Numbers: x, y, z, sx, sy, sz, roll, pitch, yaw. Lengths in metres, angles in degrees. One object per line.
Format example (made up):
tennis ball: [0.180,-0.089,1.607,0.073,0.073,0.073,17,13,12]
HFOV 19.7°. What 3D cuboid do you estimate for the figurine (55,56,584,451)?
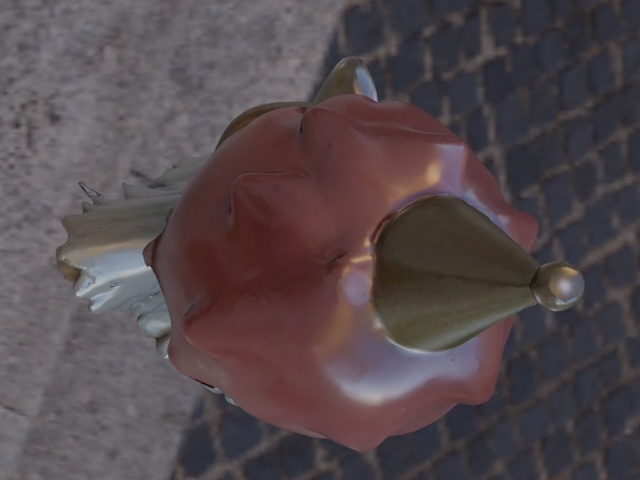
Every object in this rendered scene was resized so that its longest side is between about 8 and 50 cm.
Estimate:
figurine: [0.000,0.000,0.795,0.207,0.387,0.166,15,85,-14]
